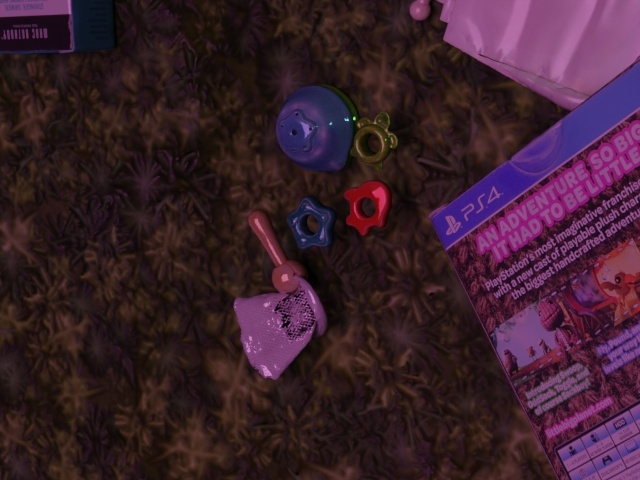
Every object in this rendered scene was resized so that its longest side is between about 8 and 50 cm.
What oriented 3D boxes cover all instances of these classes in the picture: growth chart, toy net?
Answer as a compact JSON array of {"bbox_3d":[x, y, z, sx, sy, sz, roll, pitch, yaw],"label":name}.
[{"bbox_3d":[0.170,-0.179,1.417,0.237,0.021,0.172,37,113,22],"label":"growth chart"},{"bbox_3d":[0.000,0.000,1.536,0.122,0.045,0.232,19,108,27],"label":"toy net"}]

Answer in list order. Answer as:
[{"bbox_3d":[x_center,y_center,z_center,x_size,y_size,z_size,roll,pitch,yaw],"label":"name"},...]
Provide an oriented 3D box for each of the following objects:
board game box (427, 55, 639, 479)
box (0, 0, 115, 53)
[{"bbox_3d":[0.245,0.047,1.285,0.232,0.141,0.291,-38,73,45],"label":"board game box"},{"bbox_3d":[-0.229,-0.276,1.627,0.100,0.060,0.244,2,98,32],"label":"box"}]
